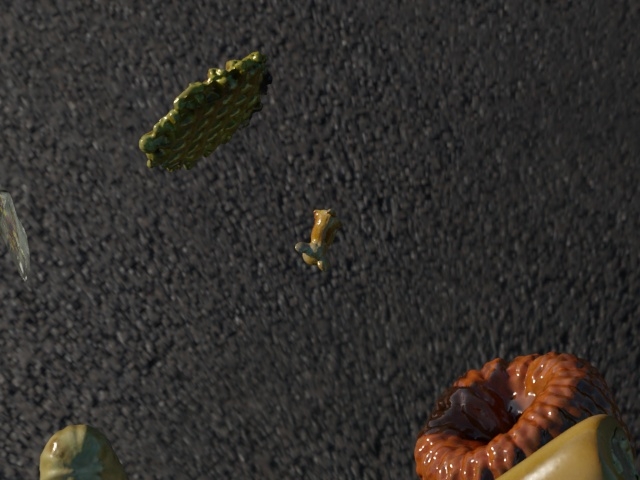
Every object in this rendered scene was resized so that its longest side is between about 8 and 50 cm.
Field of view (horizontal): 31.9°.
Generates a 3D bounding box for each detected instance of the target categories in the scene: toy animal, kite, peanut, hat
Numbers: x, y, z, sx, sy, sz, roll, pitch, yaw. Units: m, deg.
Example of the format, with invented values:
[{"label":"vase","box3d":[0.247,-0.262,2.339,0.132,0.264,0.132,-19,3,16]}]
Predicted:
[{"label":"toy animal","box3d":[0.000,0.000,1.689,0.060,0.081,0.083,28,59,-5]},{"label":"kite","box3d":[-0.442,-0.061,1.511,0.015,0.141,0.245,-23,71,-29]},{"label":"peanut","box3d":[-0.355,0.432,1.774,0.147,0.319,0.147,-9,30,5]},{"label":"hat","box3d":[0.312,0.360,1.560,0.285,0.400,0.285,-21,27,12]}]

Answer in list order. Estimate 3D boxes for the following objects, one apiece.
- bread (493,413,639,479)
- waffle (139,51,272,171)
[{"label":"bread","box3d":[0.126,0.215,0.795,0.239,0.092,0.074,-40,57,17]},{"label":"waffle","box3d":[-0.208,-0.237,2.136,0.307,0.312,0.060,-40,81,4]}]
